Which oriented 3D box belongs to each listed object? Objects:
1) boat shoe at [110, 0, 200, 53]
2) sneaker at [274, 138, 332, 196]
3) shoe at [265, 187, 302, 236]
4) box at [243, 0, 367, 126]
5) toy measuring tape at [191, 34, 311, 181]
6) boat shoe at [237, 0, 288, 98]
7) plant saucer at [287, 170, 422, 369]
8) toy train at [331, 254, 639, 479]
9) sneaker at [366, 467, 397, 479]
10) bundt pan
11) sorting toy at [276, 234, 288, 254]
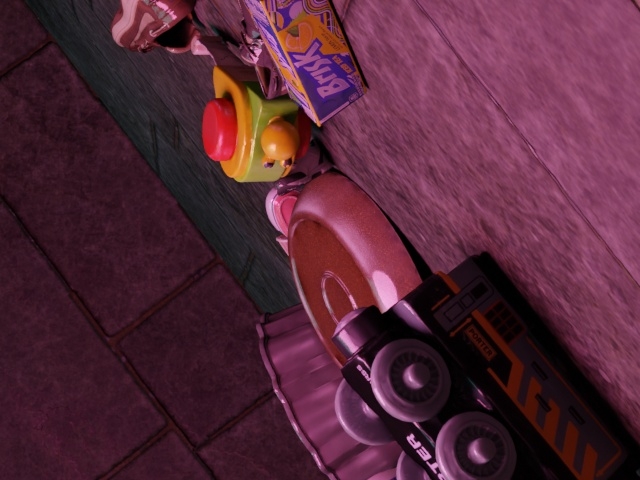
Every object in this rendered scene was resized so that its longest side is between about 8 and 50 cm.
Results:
[{"bbox_3d":[-0.199,-0.266,1.973,0.095,0.095,0.257,47,171,1],"label":"boat shoe"},{"bbox_3d":[-0.027,-0.083,1.811,0.043,0.040,0.109,63,-150,-7],"label":"sneaker"},{"bbox_3d":[0.000,0.000,2.104,0.178,0.063,0.081,52,172,-34],"label":"shoe"},{"bbox_3d":[-0.017,-0.182,1.412,0.054,0.059,0.169,48,171,39],"label":"box"},{"bbox_3d":[-0.091,-0.141,1.801,0.121,0.121,0.330,57,175,-28],"label":"toy measuring tape"},{"bbox_3d":[-0.057,-0.196,1.608,0.056,0.049,0.152,46,169,41],"label":"boat shoe"},{"bbox_3d":[0.041,0.068,1.886,0.310,0.050,0.310,49,153,35],"label":"plant saucer"},{"bbox_3d":[0.161,0.172,1.473,0.334,0.190,0.142,49,153,4],"label":"toy train"},{"bbox_3d":[0.214,0.305,1.565,0.323,0.130,0.236,23,165,-33],"label":"sneaker"},{"bbox_3d":[0.047,0.218,2.307,0.330,0.124,0.331,55,-168,-18],"label":"bundt pan"},{"bbox_3d":[-0.015,0.022,2.350,0.083,0.045,0.075,57,164,-23],"label":"sorting toy"}]
